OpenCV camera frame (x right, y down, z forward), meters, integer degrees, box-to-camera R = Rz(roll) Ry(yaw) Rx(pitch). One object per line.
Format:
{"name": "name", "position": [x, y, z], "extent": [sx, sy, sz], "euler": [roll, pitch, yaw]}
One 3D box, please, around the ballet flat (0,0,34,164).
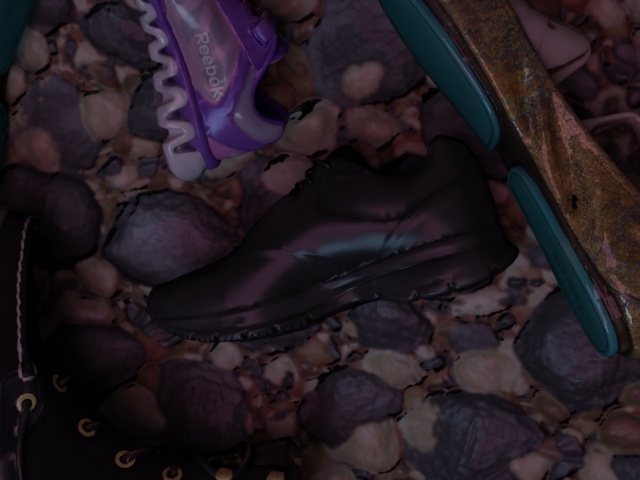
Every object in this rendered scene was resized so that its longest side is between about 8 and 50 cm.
{"name": "ballet flat", "position": [-0.292, -0.127, 1.260], "extent": [0.096, 0.095, 0.280], "euler": [19, 96, 22]}

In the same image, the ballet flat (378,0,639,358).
{"name": "ballet flat", "position": [0.164, -0.083, 1.123], "extent": [0.123, 0.123, 0.348], "euler": [-34, 84, 20]}

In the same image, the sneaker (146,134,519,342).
{"name": "sneaker", "position": [0.000, 0.000, 1.201], "extent": [0.286, 0.109, 0.130], "euler": [-15, 90, 10]}

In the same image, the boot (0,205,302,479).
{"name": "boot", "position": [-0.157, 0.167, 1.237], "extent": [0.284, 0.138, 0.377], "euler": [3, 81, -4]}

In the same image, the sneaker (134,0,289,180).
{"name": "sneaker", "position": [-0.079, -0.164, 1.183], "extent": [0.105, 0.095, 0.236], "euler": [-7, 110, 11]}
